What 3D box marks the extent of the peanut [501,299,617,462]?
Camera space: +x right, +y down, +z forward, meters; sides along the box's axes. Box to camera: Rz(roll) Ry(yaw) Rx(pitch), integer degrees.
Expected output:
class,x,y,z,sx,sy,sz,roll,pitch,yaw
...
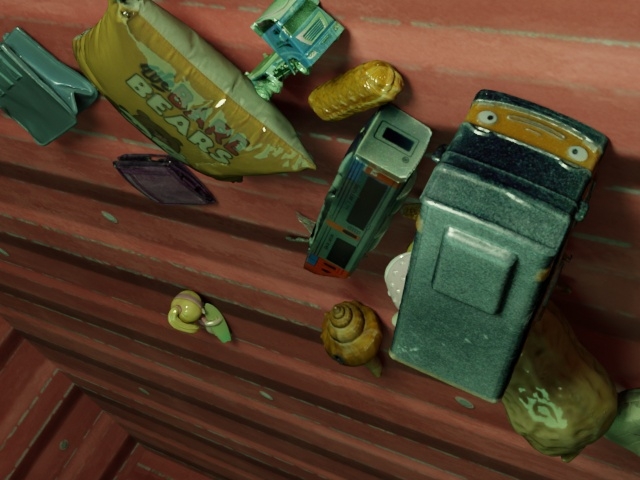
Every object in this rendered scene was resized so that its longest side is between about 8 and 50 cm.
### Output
class,x,y,z,sx,sy,sz,roll,pitch,yaw
peanut,0.298,0.177,1.542,0.159,0.143,0.291,4,138,46

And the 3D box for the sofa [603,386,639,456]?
class,x,y,z,sx,sy,sz,roll,pitch,yaw
sofa,0.480,0.305,1.566,0.225,0.176,0.210,36,158,-9

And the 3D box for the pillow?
class,x,y,z,sx,sy,sz,roll,pitch,yaw
pillow,-0.171,-0.179,1.489,0.310,0.119,0.312,43,165,-16

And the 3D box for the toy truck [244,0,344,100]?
class,x,y,z,sx,sy,sz,roll,pitch,yaw
toy truck,-0.046,-0.219,1.331,0.081,0.067,0.175,44,159,-13

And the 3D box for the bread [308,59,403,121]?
class,x,y,z,sx,sy,sz,roll,pitch,yaw
bread,0.038,-0.168,1.344,0.052,0.044,0.157,34,160,-21

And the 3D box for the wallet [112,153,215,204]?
class,x,y,z,sx,sy,sz,roll,pitch,yaw
wallet,-0.252,-0.093,1.901,0.166,0.030,0.111,4,144,48

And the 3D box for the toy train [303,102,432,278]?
class,x,y,z,sx,sy,sz,roll,pitch,yaw
toy train,0.052,-0.041,1.534,0.089,0.086,0.409,29,158,3

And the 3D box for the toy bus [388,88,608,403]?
class,x,y,z,sx,sy,sz,roll,pitch,yaw
toy bus,0.185,0.015,1.295,0.162,0.194,0.323,24,145,13

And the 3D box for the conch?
class,x,y,z,sx,sy,sz,roll,pitch,yaw
conch,0.055,0.177,1.974,0.109,0.093,0.330,16,155,19

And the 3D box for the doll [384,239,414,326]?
class,x,y,z,sx,sy,sz,roll,pitch,yaw
doll,0.135,0.081,1.551,0.081,0.207,0.129,17,125,-25

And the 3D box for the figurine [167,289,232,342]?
class,x,y,z,sx,sy,sz,roll,pitch,yaw
figurine,-0.239,0.160,2.366,0.083,0.083,0.187,17,163,33

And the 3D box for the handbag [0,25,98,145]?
class,x,y,z,sx,sy,sz,roll,pitch,yaw
handbag,-0.449,-0.239,1.827,0.179,0.062,0.229,42,156,-16

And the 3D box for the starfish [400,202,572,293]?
class,x,y,z,sx,sy,sz,roll,pitch,yaw
starfish,0.209,0.011,1.497,0.227,0.043,0.240,25,162,23

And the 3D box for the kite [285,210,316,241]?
class,x,y,z,sx,sy,sz,roll,pitch,yaw
kite,0.000,0.000,1.793,0.157,0.011,0.139,3,141,49
